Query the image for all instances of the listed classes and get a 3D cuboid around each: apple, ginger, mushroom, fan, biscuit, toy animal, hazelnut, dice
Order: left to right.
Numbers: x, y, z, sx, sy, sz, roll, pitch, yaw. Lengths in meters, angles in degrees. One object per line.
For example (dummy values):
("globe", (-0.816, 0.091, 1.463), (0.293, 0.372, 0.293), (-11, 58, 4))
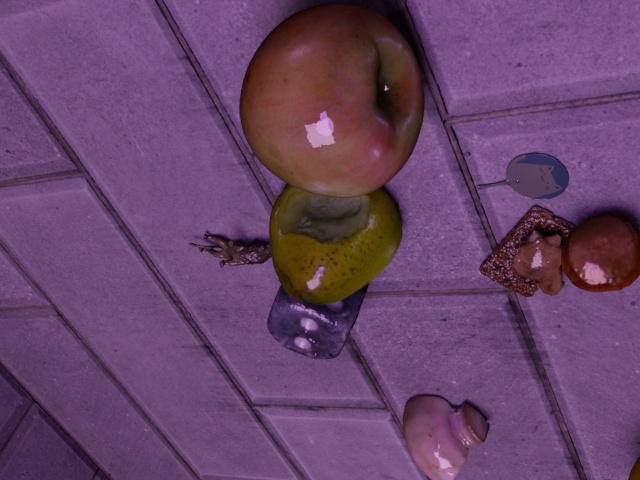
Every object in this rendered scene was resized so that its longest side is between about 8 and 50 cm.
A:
("toy animal", (-0.211, 0.024, 2.028), (0.220, 0.086, 0.069), (10, 99, 24))
("dice", (-0.005, 0.140, 1.968), (0.181, 0.182, 0.183), (22, 141, 1))
("apple", (0.013, -0.226, 1.470), (0.277, 0.319, 0.319), (1, 135, 38))
("mushroom", (0.283, 0.498, 2.231), (0.173, 0.162, 0.236), (34, 137, -14))
("fan", (0.370, -0.111, 1.646), (0.175, 0.005, 0.113), (-8, 130, 33))
("biscuit", (0.417, 0.028, 1.760), (0.131, 0.025, 0.231), (26, 140, -3))
("ginger", (0.420, 0.054, 1.712), (0.096, 0.067, 0.165), (-15, 130, 6))
("hazelnut", (0.516, 0.026, 1.631), (0.150, 0.150, 0.150), (14, 139, 12))

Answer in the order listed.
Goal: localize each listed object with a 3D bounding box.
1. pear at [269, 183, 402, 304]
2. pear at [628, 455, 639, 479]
("pear", (0.000, 0.000, 1.770), (0.292, 0.292, 0.159), (5, 146, 22))
("pear", (0.807, 0.591, 1.985), (0.285, 0.285, 0.336), (23, 139, 2))
